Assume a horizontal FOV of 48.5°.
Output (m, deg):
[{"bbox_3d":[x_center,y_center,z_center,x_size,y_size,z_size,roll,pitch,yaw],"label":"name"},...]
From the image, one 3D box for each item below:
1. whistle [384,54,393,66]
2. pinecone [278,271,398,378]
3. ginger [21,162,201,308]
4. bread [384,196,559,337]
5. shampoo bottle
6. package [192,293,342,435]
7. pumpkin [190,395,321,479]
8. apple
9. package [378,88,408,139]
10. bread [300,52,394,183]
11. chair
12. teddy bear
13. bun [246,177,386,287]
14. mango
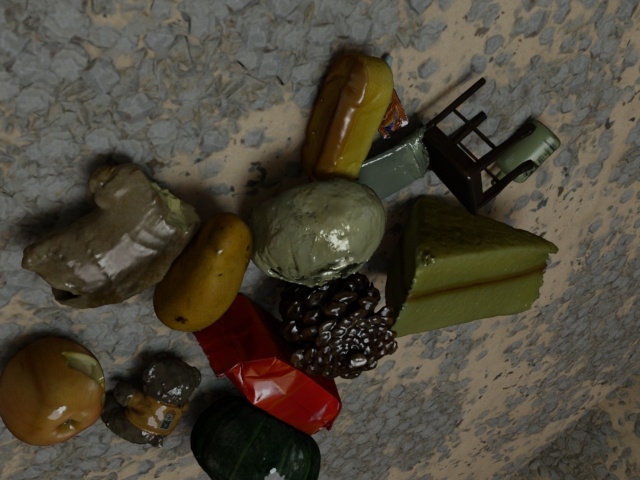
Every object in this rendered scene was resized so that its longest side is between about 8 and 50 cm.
[{"bbox_3d":[0.100,-0.267,1.215,0.035,0.035,0.100,9,108,-40],"label":"whistle"},{"bbox_3d":[0.024,0.152,1.389,0.224,0.273,0.224,-15,131,-17],"label":"pinecone"},{"bbox_3d":[-0.326,-0.009,1.109,0.275,0.130,0.221,-19,131,-20],"label":"ginger"},{"bbox_3d":[0.333,0.088,1.484,0.361,0.245,0.233,13,125,-6],"label":"bread"},{"bbox_3d":[0.423,-0.172,1.499,0.162,0.079,0.079,-48,138,13],"label":"shampoo bottle"},{"bbox_3d":[-0.097,0.258,1.465,0.123,0.196,0.423,-41,139,3],"label":"package"},{"bbox_3d":[-0.142,0.457,1.560,0.300,0.300,0.207,37,74,-48],"label":"pumpkin"},{"bbox_3d":[-0.462,0.263,1.231,0.199,0.199,0.199,-19,137,-19],"label":"apple"},{"bbox_3d":[0.113,-0.227,1.270,0.077,0.033,0.111,-32,136,11],"label":"package"},{"bbox_3d":[0.037,-0.198,1.198,0.094,0.102,0.246,-8,134,-37],"label":"bread"},{"bbox_3d":[0.220,-0.133,1.321,0.319,0.186,0.160,-36,153,-2],"label":"chair"},{"bbox_3d":[-0.326,0.318,1.421,0.177,0.140,0.190,18,109,-40],"label":"teddy bear"},{"bbox_3d":[0.000,0.000,1.251,0.259,0.152,0.259,-10,162,-3],"label":"bun"},{"bbox_3d":[-0.189,0.056,1.206,0.120,0.177,0.295,35,136,-13],"label":"mango"}]
